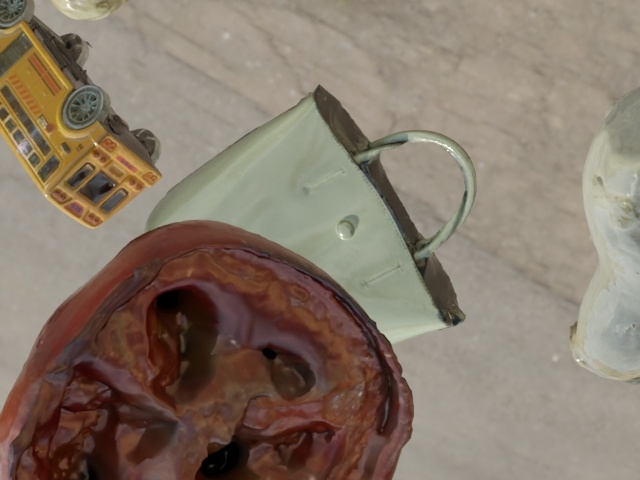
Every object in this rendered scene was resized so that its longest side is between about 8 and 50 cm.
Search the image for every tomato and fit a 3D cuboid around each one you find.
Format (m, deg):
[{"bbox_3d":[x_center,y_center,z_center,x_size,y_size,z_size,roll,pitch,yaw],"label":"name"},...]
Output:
[{"bbox_3d":[-0.070,0.092,0.736,0.228,0.228,0.101,44,172,-39],"label":"tomato"}]

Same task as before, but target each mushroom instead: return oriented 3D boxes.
[{"bbox_3d":[0.238,0.008,1.029,0.109,0.097,0.351,11,147,13],"label":"mushroom"}]

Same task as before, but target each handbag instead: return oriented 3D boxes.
[{"bbox_3d":[0.000,0.000,1.276,0.315,0.109,0.241,-24,102,39],"label":"handbag"}]

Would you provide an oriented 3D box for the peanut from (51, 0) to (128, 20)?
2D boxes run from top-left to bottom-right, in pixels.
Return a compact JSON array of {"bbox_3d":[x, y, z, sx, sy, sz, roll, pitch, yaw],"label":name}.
[{"bbox_3d":[-0.268,-0.364,1.699,0.130,0.290,0.130,-7,135,-7],"label":"peanut"}]

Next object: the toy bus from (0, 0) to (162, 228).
[{"bbox_3d":[-0.167,-0.085,0.897,0.162,0.074,0.069,50,-174,36],"label":"toy bus"}]
